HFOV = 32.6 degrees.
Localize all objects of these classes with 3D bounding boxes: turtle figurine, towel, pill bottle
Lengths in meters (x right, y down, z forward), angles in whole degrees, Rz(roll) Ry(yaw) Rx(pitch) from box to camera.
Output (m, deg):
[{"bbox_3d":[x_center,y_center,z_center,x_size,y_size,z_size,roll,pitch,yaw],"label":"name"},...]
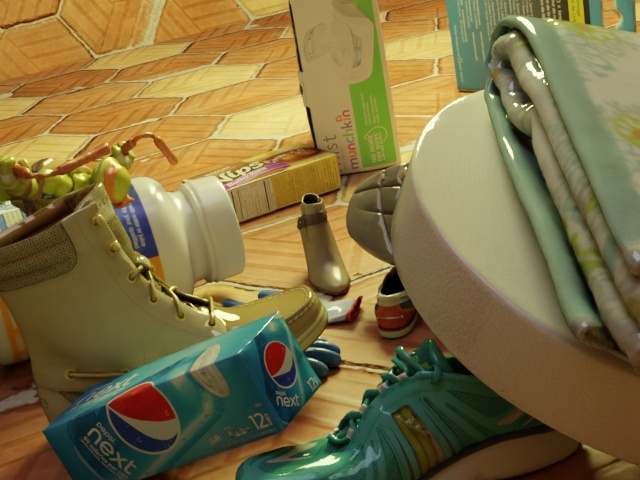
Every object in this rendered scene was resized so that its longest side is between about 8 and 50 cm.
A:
[{"bbox_3d":[-0.261,-0.053,1.046,0.217,0.087,0.269,0,9,17],"label":"turtle figurine"},{"bbox_3d":[0.294,-0.028,0.759,0.320,0.090,0.374,11,36,-12],"label":"towel"},{"bbox_3d":[-0.223,0.021,1.145,0.272,0.152,0.152,-17,21,-16],"label":"pill bottle"}]

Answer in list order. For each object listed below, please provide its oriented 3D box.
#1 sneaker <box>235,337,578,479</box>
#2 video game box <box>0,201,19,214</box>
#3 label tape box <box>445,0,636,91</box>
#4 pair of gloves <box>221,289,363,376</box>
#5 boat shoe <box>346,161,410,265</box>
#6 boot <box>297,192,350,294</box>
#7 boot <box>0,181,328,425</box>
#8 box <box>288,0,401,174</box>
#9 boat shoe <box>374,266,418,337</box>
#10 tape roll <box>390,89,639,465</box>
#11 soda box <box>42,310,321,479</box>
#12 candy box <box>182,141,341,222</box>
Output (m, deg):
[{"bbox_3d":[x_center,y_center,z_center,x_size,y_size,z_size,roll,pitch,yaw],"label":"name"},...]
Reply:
[{"bbox_3d":[0.062,0.126,0.786,0.275,0.110,0.107,-18,22,-19],"label":"sneaker"},{"bbox_3d":[-0.445,-0.022,1.519,0.187,0.048,0.205,-8,20,12],"label":"video game box"},{"bbox_3d":[0.366,-0.364,1.737,0.347,0.249,0.115,9,28,43],"label":"label tape box"},{"bbox_3d":[-0.047,0.091,1.058,0.159,0.023,0.198,-5,20,16],"label":"pair of gloves"},{"bbox_3d":[0.176,0.004,1.059,0.324,0.116,0.123,11,69,30],"label":"boat shoe"},{"bbox_3d":[0.000,0.000,1.182,0.042,0.087,0.118,-13,21,-13],"label":"boot"},{"bbox_3d":[-0.140,0.040,0.937,0.261,0.204,0.095,-21,17,-3],"label":"boot"},{"bbox_3d":[0.032,-0.254,1.593,0.126,0.262,0.231,-9,19,3],"label":"box"},{"bbox_3d":[0.079,0.048,1.080,0.049,0.043,0.137,-6,19,17],"label":"boat shoe"},{"bbox_3d":[0.245,0.011,0.818,0.391,0.072,0.392,10,36,-8],"label":"tape roll"},{"bbox_3d":[-0.107,0.126,0.828,0.210,0.067,0.071,-25,11,32],"label":"soda box"},{"bbox_3d":[-0.079,-0.077,1.477,0.186,0.053,0.109,-19,22,-25],"label":"candy box"}]
